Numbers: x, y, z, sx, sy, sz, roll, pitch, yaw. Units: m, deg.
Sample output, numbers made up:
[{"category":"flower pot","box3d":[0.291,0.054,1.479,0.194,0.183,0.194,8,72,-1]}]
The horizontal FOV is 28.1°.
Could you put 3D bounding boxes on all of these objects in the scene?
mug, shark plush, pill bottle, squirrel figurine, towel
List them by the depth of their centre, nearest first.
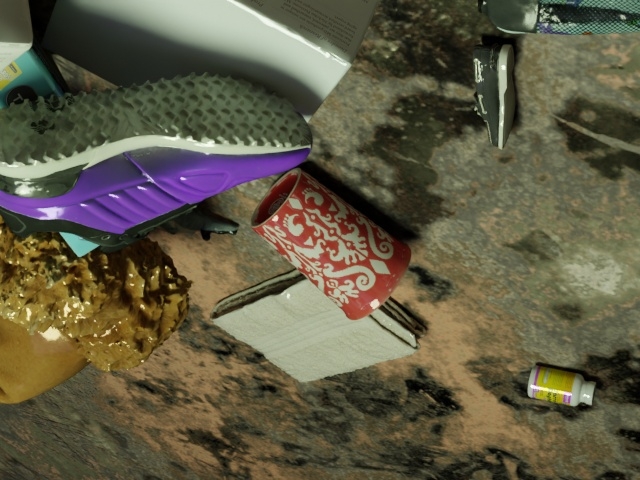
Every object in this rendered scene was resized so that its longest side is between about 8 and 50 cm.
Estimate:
[{"category":"squirrel figurine","box3d":[-0.354,-0.011,1.509,0.397,0.281,0.370,8,136,42]},{"category":"mug","box3d":[-0.002,0.007,1.526,0.169,0.113,0.150,39,142,-19]},{"category":"shark plush","box3d":[-0.183,-0.039,1.619,0.161,0.073,0.067,29,116,0]},{"category":"pill bottle","box3d":[0.315,0.191,1.665,0.083,0.043,0.043,10,146,18]},{"category":"towel","box3d":[-0.008,0.119,1.748,0.187,0.049,0.282,38,145,-22]}]

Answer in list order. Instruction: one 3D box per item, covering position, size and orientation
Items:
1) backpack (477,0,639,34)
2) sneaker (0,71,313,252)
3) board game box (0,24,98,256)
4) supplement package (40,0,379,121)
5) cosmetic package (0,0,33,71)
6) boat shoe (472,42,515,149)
[{"category":"backpack","box3d":[0.244,-0.257,0.887,0.254,0.225,0.191,4,143,3]},{"category":"sneaker","box3d":[-0.156,-0.060,1.158,0.294,0.102,0.146,-6,135,-13]},{"category":"board game box","box3d":[-0.315,-0.177,1.278,0.336,0.079,0.253,54,175,44]},{"category":"supplement package","box3d":[-0.101,-0.224,1.212,0.262,0.145,0.204,28,147,-9]},{"category":"cosmetic package","box3d":[-0.381,-0.188,1.022,0.155,0.196,0.366,-3,171,-36]},{"category":"boat shoe","box3d":[0.170,-0.142,1.263,0.038,0.046,0.125,10,143,18]}]
